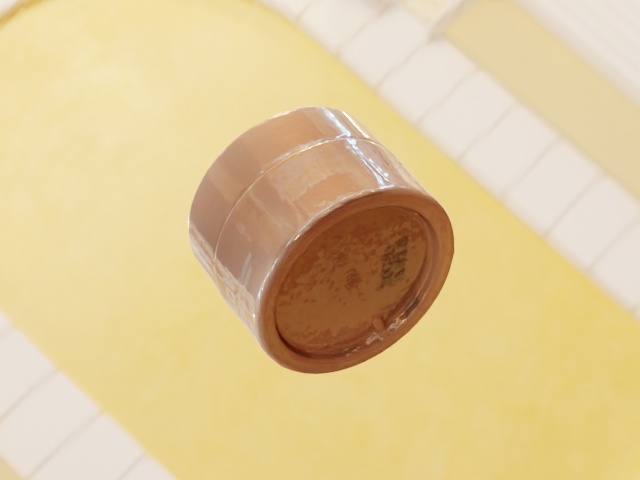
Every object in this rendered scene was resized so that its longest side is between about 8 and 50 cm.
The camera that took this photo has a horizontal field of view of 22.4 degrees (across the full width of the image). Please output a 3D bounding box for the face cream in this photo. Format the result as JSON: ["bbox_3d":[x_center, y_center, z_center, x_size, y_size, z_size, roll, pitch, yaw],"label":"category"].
[{"bbox_3d":[0.000,0.000,1.062,0.149,0.104,0.149,-20,-45,-21],"label":"face cream"}]
